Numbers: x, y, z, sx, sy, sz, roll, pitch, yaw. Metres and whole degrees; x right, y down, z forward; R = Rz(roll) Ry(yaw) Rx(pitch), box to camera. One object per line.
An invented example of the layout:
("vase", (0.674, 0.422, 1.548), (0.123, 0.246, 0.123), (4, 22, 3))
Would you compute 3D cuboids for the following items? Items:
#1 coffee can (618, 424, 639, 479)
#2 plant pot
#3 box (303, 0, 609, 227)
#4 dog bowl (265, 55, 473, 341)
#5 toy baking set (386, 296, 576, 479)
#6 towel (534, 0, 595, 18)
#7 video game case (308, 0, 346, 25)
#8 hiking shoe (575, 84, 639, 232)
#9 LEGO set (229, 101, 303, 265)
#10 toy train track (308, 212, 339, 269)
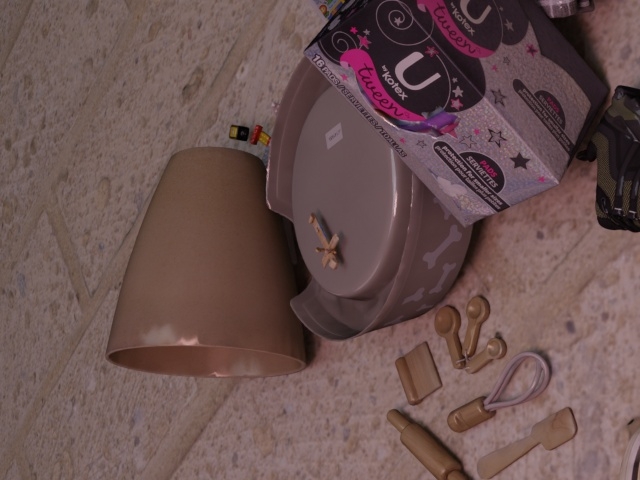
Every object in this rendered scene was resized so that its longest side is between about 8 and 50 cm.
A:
("coffee can", (0.382, 0.185, 0.802), (0.275, 0.201, 0.202), (-30, 60, 47))
("plant pot", (-0.142, 0.026, 1.495), (0.256, 0.256, 0.274), (-17, 67, 50))
("box", (0.138, -0.165, 1.123), (0.142, 0.247, 0.163), (-29, 21, 49))
("dog bowl", (0.054, -0.060, 1.325), (0.348, 0.102, 0.349), (-2, 88, 61))
("toy baking set", (0.160, 0.175, 1.239), (0.256, 0.030, 0.197), (47, 119, 47))
("towel", (0.166, -0.346, 1.194), (0.283, 0.121, 0.235), (9, 115, 48))
("video game case", (0.072, -0.343, 1.407), (0.227, 0.026, 0.206), (-44, 74, 40))
("hiking shoe", (0.313, -0.037, 1.052), (0.227, 0.086, 0.114), (-106, 34, -43))
("LEGO set", (-0.082, -0.073, 1.592), (0.182, 0.060, 0.244), (-31, 61, 44))
("toy train track", (0.000, 0.000, 1.305), (0.048, 0.014, 0.083), (-65, 36, 38))
